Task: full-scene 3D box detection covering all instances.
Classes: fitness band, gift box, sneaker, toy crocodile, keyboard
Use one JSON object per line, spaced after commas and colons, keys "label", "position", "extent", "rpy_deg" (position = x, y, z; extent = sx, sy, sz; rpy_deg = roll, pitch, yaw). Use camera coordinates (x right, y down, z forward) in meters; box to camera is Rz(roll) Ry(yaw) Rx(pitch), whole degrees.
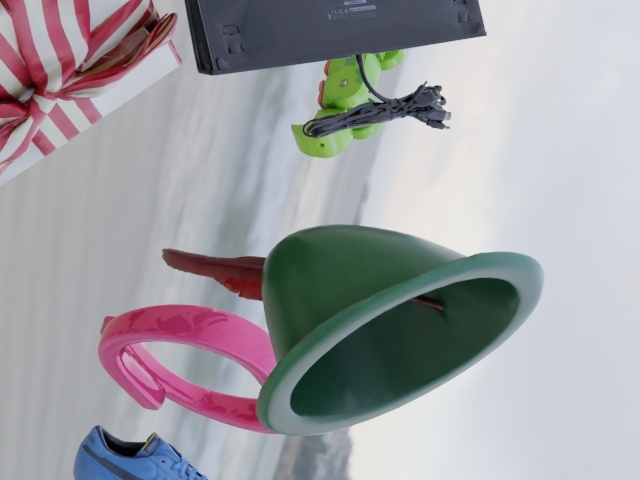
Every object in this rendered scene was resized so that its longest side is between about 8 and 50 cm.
{"label": "fitness band", "position": [-0.129, 0.148, 1.455], "extent": [0.291, 0.209, 0.054], "rpy_deg": [61, 38, -57]}
{"label": "gift box", "position": [-0.273, -0.180, 0.947], "extent": [0.255, 0.258, 0.276], "rpy_deg": [-36, 166, 1]}
{"label": "sneaker", "position": [-0.151, 0.252, 1.340], "extent": [0.069, 0.209, 0.082], "rpy_deg": [-75, -175, -81]}
{"label": "toy crocodile", "position": [0.054, -0.273, 2.021], "extent": [0.115, 0.105, 0.340], "rpy_deg": [57, 47, -55]}
{"label": "keyboard", "position": [0.025, -0.185, 1.174], "extent": [0.033, 0.317, 0.201], "rpy_deg": [-12, -89, 56]}

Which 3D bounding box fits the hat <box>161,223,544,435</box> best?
{"label": "hat", "position": [0.000, 0.000, 0.781], "extent": [0.183, 0.208, 0.173], "rpy_deg": [62, 2, 27]}
